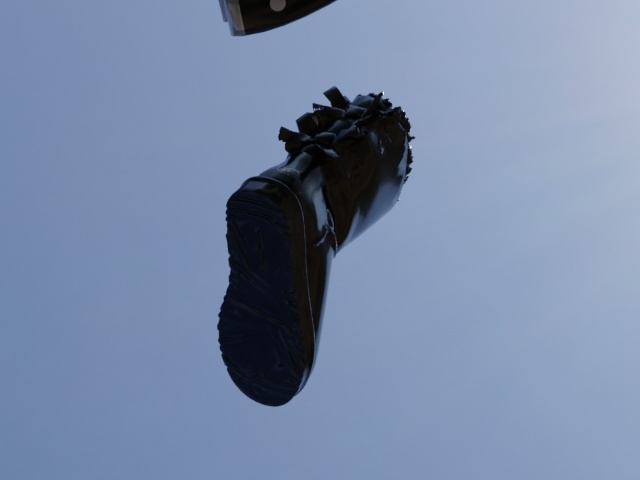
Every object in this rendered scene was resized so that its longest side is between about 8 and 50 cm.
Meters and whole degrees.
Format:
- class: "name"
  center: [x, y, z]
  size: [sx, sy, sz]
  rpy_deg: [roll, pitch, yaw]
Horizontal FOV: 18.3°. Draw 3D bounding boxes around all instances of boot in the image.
- class: "boot"
  center: [0.000, 0.000, 0.853]
  size: [0.045, 0.121, 0.099]
  rpy_deg: [19, -142, 25]

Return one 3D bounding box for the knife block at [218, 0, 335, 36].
- class: "knife block"
  center: [0.075, -0.177, 0.703]
  size: [0.088, 0.276, 0.242]
  rpy_deg: [55, -132, -17]
